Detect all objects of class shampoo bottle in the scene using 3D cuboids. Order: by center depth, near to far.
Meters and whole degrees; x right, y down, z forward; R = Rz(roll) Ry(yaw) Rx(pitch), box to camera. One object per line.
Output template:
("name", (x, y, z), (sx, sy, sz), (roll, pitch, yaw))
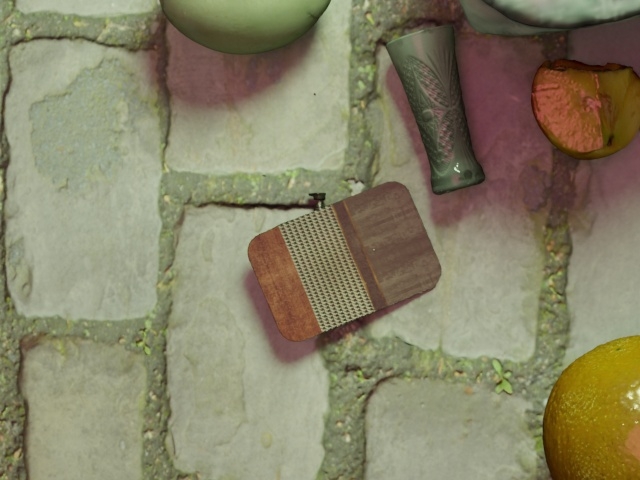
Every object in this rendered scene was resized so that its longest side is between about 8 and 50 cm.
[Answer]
("shampoo bottle", (0.000, 0.000, 1.783), (0.048, 0.027, 0.137), (0, 92, 14))

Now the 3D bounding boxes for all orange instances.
("orange", (0.414, 0.253, 1.556), (0.274, 0.274, 0.274), (1, 93, 16))

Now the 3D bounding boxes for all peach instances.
("peach", (0.342, -0.173, 1.632), (0.151, 0.118, 0.151), (-1, 92, -23))

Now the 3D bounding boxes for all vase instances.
("vase", (0.162, -0.175, 1.699), (0.096, 0.096, 0.219), (-15, 91, 16))

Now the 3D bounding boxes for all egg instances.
("egg", (-0.103, -0.351, 1.715), (0.253, 0.186, 0.186), (-3, 92, 17))

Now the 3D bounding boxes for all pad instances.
("pad", (0.000, -0.041, 1.739), (0.250, 0.055, 0.323), (-23, 107, 6))

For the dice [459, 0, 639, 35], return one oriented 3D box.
("dice", (0.312, -0.436, 1.475), (0.328, 0.348, 0.330), (-9, 109, 16))
